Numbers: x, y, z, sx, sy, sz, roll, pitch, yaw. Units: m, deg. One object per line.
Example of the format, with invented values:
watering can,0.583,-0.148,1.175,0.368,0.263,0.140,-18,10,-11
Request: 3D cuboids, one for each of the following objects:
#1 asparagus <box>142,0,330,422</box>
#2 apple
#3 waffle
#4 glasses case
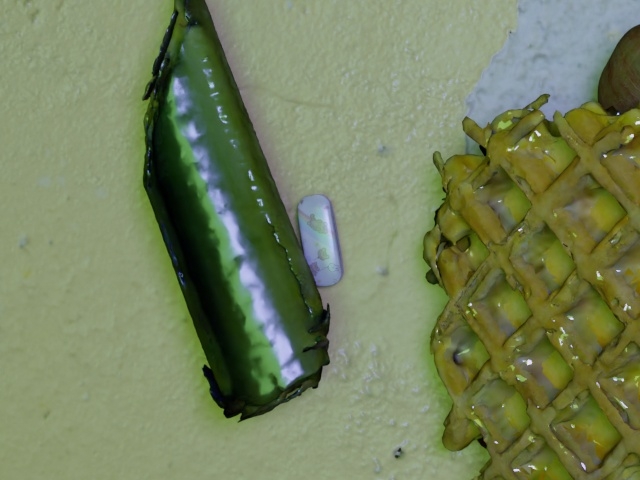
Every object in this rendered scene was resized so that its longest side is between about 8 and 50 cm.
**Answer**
asparagus,-0.093,-0.034,1.355,0.128,0.108,0.381,-23,86,36
apple,0.291,-0.122,1.247,0.126,0.126,0.102,-36,50,14
waffle,0.231,0.071,1.214,0.380,0.095,0.382,1,99,44
glasses case,0.000,0.000,1.375,0.032,0.021,0.083,-8,92,14
